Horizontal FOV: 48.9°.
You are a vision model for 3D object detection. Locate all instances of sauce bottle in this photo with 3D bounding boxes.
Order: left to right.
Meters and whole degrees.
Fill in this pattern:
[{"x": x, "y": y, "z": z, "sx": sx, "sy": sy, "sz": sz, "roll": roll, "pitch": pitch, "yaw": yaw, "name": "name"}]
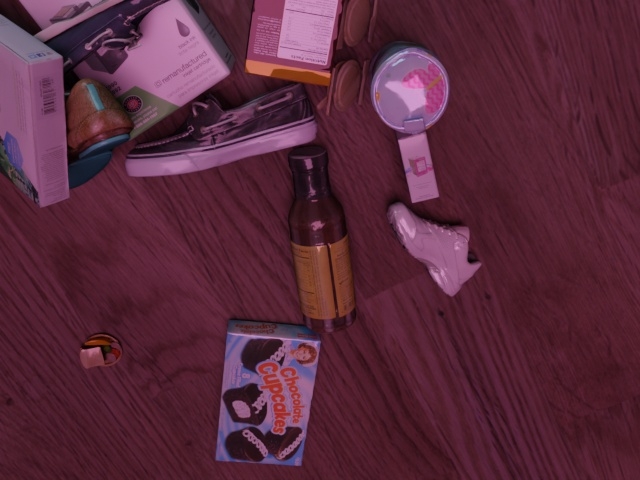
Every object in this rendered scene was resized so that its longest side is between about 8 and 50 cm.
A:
[{"x": 0.000, "y": 0.000, "z": 1.290, "sx": 0.111, "sy": 0.111, "sz": 0.344, "roll": -6, "pitch": 114, "yaw": 0, "name": "sauce bottle"}]

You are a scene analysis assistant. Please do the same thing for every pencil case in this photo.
[{"x": 0.132, "y": -0.244, "z": 1.099, "sx": 0.113, "sy": 0.273, "sz": 0.124, "roll": 7, "pitch": 107, "yaw": 1, "name": "pencil case"}]

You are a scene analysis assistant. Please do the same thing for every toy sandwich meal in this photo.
[{"x": -0.443, "y": 0.226, "z": 1.417, "sx": 0.085, "sy": 0.029, "sz": 0.085, "roll": -1, "pitch": 115, "yaw": -2, "name": "toy sandwich meal"}]

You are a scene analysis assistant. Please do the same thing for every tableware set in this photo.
[{"x": 0.040, "y": -0.311, "z": 1.158, "sx": 0.039, "sy": 0.128, "sz": 0.194, "roll": 20, "pitch": 117, "yaw": 24, "name": "tableware set"}]

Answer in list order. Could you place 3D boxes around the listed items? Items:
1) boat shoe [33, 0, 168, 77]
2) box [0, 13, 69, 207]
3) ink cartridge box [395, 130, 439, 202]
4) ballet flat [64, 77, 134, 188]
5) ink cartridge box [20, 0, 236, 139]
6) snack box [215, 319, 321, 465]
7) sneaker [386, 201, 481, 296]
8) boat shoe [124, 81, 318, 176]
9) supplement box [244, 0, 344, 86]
[{"x": -0.303, "y": -0.302, "z": 1.008, "sx": 0.254, "sy": 0.095, "sz": 0.079, "roll": -23, "pitch": 112, "yaw": 11, "name": "boat shoe"}, {"x": -0.493, "y": -0.225, "z": 1.062, "sx": 0.322, "sy": 0.058, "sz": 0.232, "roll": 35, "pitch": 131, "yaw": 30, "name": "box"}, {"x": 0.169, "y": -0.142, "z": 1.244, "sx": 0.052, "sy": 0.088, "sz": 0.122, "roll": -12, "pitch": 114, "yaw": 6, "name": "ink cartridge box"}, {"x": -0.390, "y": -0.173, "z": 1.125, "sx": 0.116, "sy": 0.342, "sz": 0.124, "roll": -23, "pitch": 93, "yaw": -28, "name": "ballet flat"}, {"x": -0.304, "y": -0.340, "z": 1.111, "sx": 0.211, "sy": 0.121, "sz": 0.289, "roll": -31, "pitch": 112, "yaw": 12, "name": "ink cartridge box"}, {"x": -0.112, "y": 0.320, "z": 1.459, "sx": 0.187, "sy": 0.060, "sz": 0.322, "roll": 5, "pitch": 114, "yaw": -6, "name": "snack box"}, {"x": 0.217, "y": -0.005, "z": 1.320, "sx": 0.115, "sy": 0.090, "sz": 0.232, "roll": -40, "pitch": 119, "yaw": 8, "name": "sneaker"}, {"x": -0.175, "y": -0.194, "z": 1.202, "sx": 0.335, "sy": 0.121, "sz": 0.119, "roll": -16, "pitch": 107, "yaw": -7, "name": "boat shoe"}, {"x": -0.039, "y": -0.359, "z": 1.077, "sx": 0.129, "sy": 0.191, "sz": 0.194, "roll": 8, "pitch": 114, "yaw": -8, "name": "supplement box"}]
